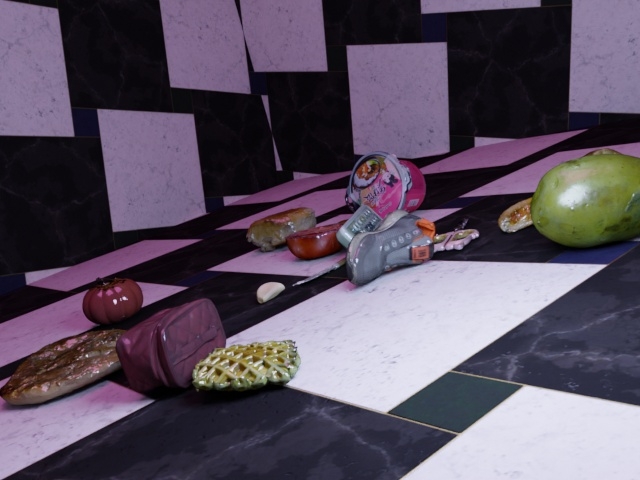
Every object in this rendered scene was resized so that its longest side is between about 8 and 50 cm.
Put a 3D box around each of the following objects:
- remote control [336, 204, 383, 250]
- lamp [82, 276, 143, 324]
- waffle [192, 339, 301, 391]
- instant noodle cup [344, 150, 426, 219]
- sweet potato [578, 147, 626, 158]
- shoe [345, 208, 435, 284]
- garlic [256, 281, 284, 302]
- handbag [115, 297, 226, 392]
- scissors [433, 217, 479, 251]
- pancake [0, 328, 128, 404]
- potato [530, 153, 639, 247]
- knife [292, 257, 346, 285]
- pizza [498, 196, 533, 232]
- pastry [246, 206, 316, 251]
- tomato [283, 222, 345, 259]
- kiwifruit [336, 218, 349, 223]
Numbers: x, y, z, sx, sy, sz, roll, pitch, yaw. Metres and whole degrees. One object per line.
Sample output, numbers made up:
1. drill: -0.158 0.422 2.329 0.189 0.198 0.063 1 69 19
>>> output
1. remote control: 0.129 -0.020 2.098 0.065 0.128 0.335 -45 0 21
2. lamp: -0.621 0.173 2.099 0.182 0.140 0.182 -10 12 2
3. waffle: -0.138 0.237 1.346 0.208 0.054 0.214 -10 9 8
4. instant noodle cup: 0.252 -0.182 2.470 0.182 0.258 0.303 -5 2 -44
5. sweet potato: 0.744 -0.163 1.894 0.158 0.157 0.370 -14 1 6
6. shoe: 0.200 0.026 1.791 0.171 0.132 0.336 9 27 32
7. garlic: -0.140 0.140 1.875 0.053 0.041 0.083 12 35 40
8. handbag: -0.296 0.214 1.442 0.136 0.146 0.225 -14 9 24
9. scissors: 0.379 -0.021 1.986 0.160 0.024 0.317 -11 12 24
10. pancake: -0.583 0.291 1.669 0.356 0.065 0.356 -17 11 3
11. potato: 0.620 -0.092 1.561 0.305 0.215 0.216 -15 11 14
12. knife: 0.023 0.080 1.992 0.047 0.017 0.298 -7 14 41
13. pizza: 0.575 -0.081 1.942 0.271 0.056 0.134 -23 5 -32
14. pastry: -0.135 -0.041 2.556 0.257 0.120 0.236 -13 7 25
15. tomato: 0.001 0.002 2.235 0.225 0.084 0.225 -15 7 2
16. kiwifruit: 0.097 -0.036 2.330 0.125 0.075 0.075 -13 11 32
